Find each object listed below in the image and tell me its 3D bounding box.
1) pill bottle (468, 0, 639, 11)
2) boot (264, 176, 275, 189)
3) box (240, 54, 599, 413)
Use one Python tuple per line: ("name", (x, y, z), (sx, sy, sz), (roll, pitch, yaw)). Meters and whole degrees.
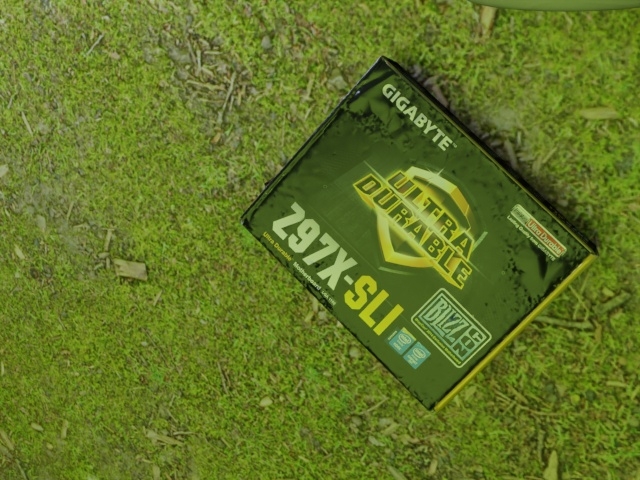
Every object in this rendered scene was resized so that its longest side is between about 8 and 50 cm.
("pill bottle", (0.219, -0.392, 0.795), (0.210, 0.210, 0.363), (11, 115, 29))
("boot", (0.000, 0.000, 1.195), (0.106, 0.082, 0.219), (-16, 91, 46))
("box", (0.106, -0.007, 1.064), (0.322, 0.079, 0.257), (45, 107, 8))
